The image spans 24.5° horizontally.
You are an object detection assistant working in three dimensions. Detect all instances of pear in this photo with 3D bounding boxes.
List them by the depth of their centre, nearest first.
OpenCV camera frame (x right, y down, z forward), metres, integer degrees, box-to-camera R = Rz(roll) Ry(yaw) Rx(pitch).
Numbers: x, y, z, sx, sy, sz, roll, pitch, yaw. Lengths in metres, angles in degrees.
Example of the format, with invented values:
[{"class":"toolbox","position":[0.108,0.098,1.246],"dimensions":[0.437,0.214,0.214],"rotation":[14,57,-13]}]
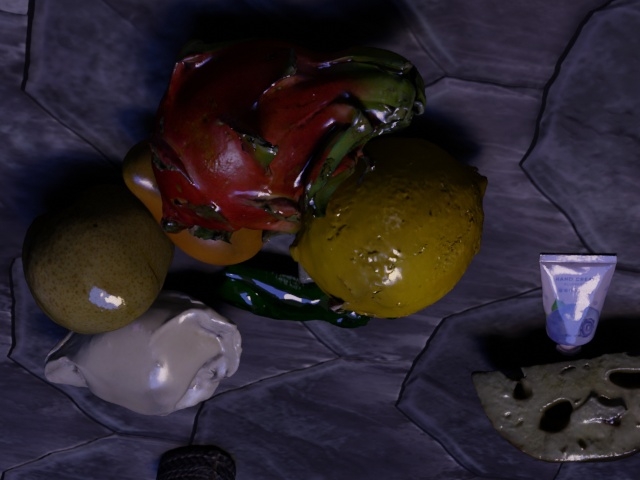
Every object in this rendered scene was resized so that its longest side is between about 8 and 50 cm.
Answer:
[{"class":"pear","position":[-0.229,0.018,1.516],"dimensions":[0.167,0.167,0.136],"rotation":[-29,105,34]}]

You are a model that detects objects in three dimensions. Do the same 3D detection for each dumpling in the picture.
[{"class":"dumpling","position":[-0.194,0.133,1.687],"dimensions":[0.250,0.132,0.162],"rotation":[-18,134,25]}]

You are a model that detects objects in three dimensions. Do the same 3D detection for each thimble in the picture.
[{"class":"thimble","position":[-0.168,0.325,1.990],"dimensions":[0.104,0.066,0.095],"rotation":[-20,136,30]}]

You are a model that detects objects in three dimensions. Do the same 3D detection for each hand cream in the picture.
[{"class":"hand cream","position":[0.283,0.072,1.655],"dimensions":[0.084,0.053,0.142],"rotation":[1,132,3]}]

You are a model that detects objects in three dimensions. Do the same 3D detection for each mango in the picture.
[{"class":"mango","position":[-0.127,-0.044,1.481],"dimensions":[0.085,0.102,0.184],"rotation":[-8,143,47]}]

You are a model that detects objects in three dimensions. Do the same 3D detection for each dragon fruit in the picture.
[{"class":"dragon fruit","position":[-0.035,-0.084,1.344],"dimensions":[0.269,0.198,0.200],"rotation":[7,111,21]}]

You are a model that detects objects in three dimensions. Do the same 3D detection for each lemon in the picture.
[{"class":"lemon","position":[0.073,-0.015,1.443],"dimensions":[0.206,0.173,0.173],"rotation":[-32,145,-17]}]

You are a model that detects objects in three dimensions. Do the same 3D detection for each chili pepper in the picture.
[{"class":"chili pepper","position":[-0.017,0.061,1.643],"dimensions":[0.224,0.061,0.098],"rotation":[1,149,-1]}]

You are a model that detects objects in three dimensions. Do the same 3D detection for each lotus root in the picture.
[{"class":"lotus root","position":[0.299,0.191,1.707],"dimensions":[0.235,0.138,0.119],"rotation":[-3,165,15]}]

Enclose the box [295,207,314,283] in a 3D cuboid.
[{"class":"box","position":[0.000,0.000,1.560],"dimensions":[0.060,0.063,0.084],"rotation":[2,142,3]}]
